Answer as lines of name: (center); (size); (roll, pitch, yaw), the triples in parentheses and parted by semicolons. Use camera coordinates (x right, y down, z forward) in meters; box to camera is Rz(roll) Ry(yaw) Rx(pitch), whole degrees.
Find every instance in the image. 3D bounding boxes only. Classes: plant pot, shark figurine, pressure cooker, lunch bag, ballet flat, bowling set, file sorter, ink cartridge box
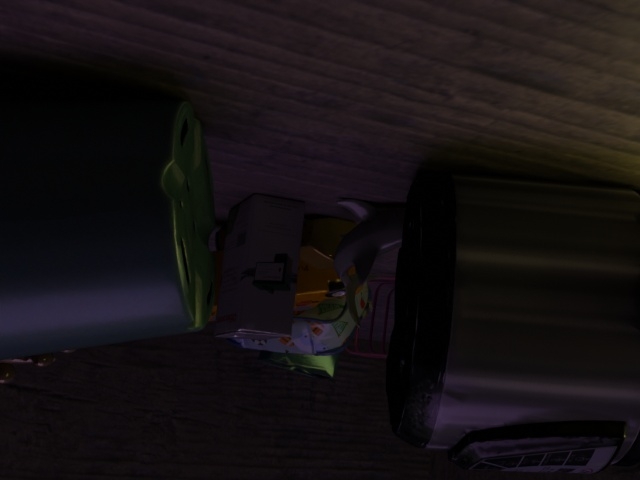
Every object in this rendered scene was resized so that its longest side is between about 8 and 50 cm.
plant pot: (0.000, 0.000, 1.594); (0.083, 0.081, 0.081); (20, 163, -39)
shark figurine: (0.067, 0.037, 1.483); (0.166, 0.116, 0.278); (16, 143, -19)
pressure cooker: (0.307, 0.100, 1.199); (0.421, 0.375, 0.370); (5, -151, -1)
plant pot: (-0.029, 0.201, 2.261); (0.166, 0.234, 0.166); (18, 169, -10)
lunch bag: (-0.044, 0.123, 1.939); (0.304, 0.243, 0.114); (4, 127, 21)
ballet flat: (-0.155, 0.024, 1.824); (0.073, 0.080, 0.232); (-6, 170, 1)
bowling set: (-0.631, 0.175, 1.956); (0.154, 0.199, 0.287); (7, -165, 11)
file sorter: (0.202, 0.200, 2.273); (0.182, 0.202, 0.291); (1, 169, 32)
plant pot: (-0.296, -0.016, 1.018); (0.334, 0.341, 0.341); (-3, 170, 3)
ink cartridge box: (-0.101, 0.050, 1.513); (0.093, 0.219, 0.160); (9, 170, -19)

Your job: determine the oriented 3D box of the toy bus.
toy bus: (-0.094, 0.076, 1.744); (0.333, 0.108, 0.130); (-5, 159, -24)
